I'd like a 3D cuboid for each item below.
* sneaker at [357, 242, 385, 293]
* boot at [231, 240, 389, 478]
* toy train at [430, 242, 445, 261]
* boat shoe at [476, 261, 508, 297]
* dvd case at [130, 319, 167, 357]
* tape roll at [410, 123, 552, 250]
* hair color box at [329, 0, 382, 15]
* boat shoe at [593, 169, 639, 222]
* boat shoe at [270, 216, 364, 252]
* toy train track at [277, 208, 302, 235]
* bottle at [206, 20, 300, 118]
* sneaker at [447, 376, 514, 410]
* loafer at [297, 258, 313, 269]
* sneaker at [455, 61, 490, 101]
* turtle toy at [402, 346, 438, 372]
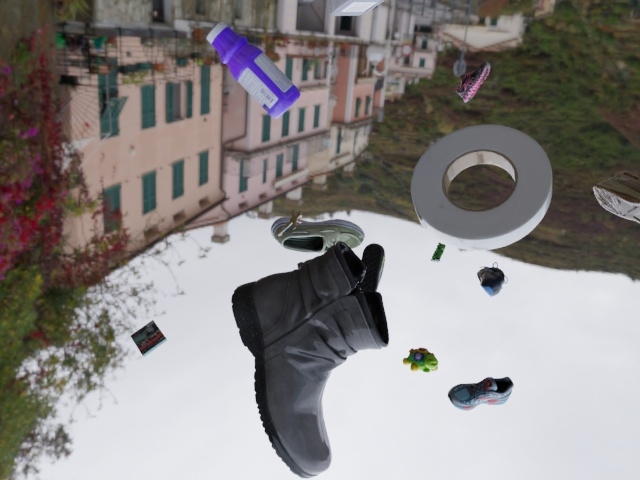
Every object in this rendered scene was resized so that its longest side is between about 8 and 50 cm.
[{"bbox_3d":[0.153,0.122,1.788,0.084,0.234,0.097,16,165,24],"label":"sneaker"},{"bbox_3d":[0.008,0.188,0.913,0.223,0.338,0.118,-21,178,20],"label":"boot"},{"bbox_3d":[0.306,0.032,1.525,0.024,0.017,0.083,23,-142,12],"label":"toy train"},{"bbox_3d":[0.634,0.144,2.136,0.109,0.089,0.258,46,-165,-4],"label":"boat shoe"},{"bbox_3d":[-0.537,0.305,1.842,0.087,0.013,0.119,-37,-139,-17],"label":"dvd case"},{"bbox_3d":[0.453,-0.156,1.680,0.392,0.392,0.072,15,160,27],"label":"tape roll"},{"bbox_3d":[0.086,-0.796,1.560,0.105,0.347,0.174,-9,-172,-22],"label":"hair color box"},{"bbox_3d":[0.817,-0.089,1.421,0.110,0.121,0.341,-35,-146,-1],"label":"boat shoe"},{"bbox_3d":[0.000,0.000,1.734,0.302,0.109,0.094,3,-142,-25],"label":"boat shoe"},{"bbox_3d":[-0.062,-0.033,1.235,0.014,0.083,0.048,20,-133,-34],"label":"toy train track"},{"bbox_3d":[-0.183,-0.461,1.589,0.092,0.283,0.118,-49,-170,-21],"label":"bottle"},{"bbox_3d":[0.586,0.538,2.148,0.262,0.125,0.104,-3,-134,-22],"label":"sneaker"},{"bbox_3d":[0.018,0.186,2.056,0.095,0.109,0.302,-25,-117,-10],"label":"loafer"},{"bbox_3d":[0.382,-0.409,1.493,0.057,0.119,0.047,46,-130,14],"label":"sneaker"},{"bbox_3d":[0.321,0.372,1.835,0.095,0.066,0.130,4,-170,-22],"label":"turtle toy"}]
